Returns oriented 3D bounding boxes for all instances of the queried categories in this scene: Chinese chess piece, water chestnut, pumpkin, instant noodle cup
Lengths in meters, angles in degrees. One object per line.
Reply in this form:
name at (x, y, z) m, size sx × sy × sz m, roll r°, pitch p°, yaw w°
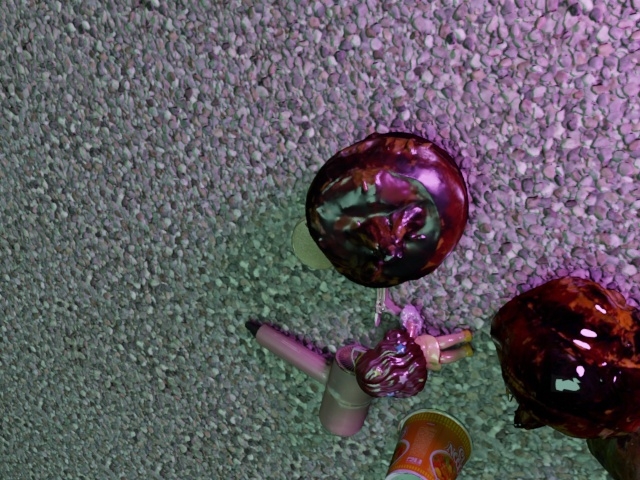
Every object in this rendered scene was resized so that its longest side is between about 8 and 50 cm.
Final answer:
Chinese chess piece at (0.000, 0.000, 1.354) m, size 0.122 × 0.051 × 0.122 m, roll 9°, pitch 113°, yaw 22°
water chestnut at (0.110, -0.041, 1.149) m, size 0.300 × 0.300 × 0.299 m, roll 10°, pitch 115°, yaw 23°
pumpkin at (0.596, 0.340, 1.142) m, size 0.169 × 0.148 × 0.312 m, roll 47°, pitch 119°, yaw -3°
water chestnut at (0.427, 0.207, 1.114) m, size 0.289 × 0.289 × 0.244 m, roll 45°, pitch 155°, yaw 3°
instant noodle cup at (0.212, 0.466, 1.362) m, size 0.169 × 0.185 × 0.168 m, roll 10°, pitch 114°, yaw 23°

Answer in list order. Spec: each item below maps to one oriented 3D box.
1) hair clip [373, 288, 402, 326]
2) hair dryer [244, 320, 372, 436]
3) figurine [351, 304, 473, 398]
hair clip at (0.121, 0.069, 1.331) m, size 0.072 × 0.034 × 0.225 m, roll -6°, pitch 106°, yaw 25°
hair dryer at (-0.035, 0.278, 1.477) m, size 0.344 × 0.107 × 0.189 m, roll 28°, pitch 123°, yaw 24°
figurine at (0.179, 0.230, 1.292) m, size 0.116 × 0.240 × 0.174 m, roll -147°, pitch 42°, yaw -62°
